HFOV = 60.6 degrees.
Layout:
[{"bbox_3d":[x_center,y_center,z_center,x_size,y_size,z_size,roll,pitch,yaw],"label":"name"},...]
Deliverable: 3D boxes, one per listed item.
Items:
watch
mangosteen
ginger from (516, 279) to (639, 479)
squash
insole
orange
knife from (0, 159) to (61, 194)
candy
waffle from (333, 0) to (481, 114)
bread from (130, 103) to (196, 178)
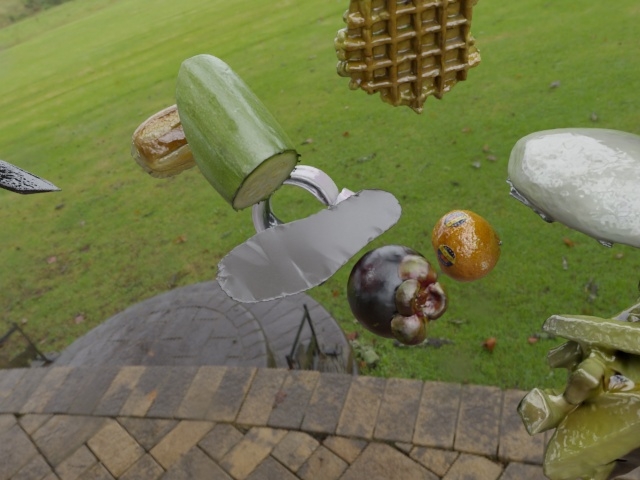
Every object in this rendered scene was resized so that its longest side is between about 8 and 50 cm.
[{"bbox_3d":[-0.047,-0.037,1.283,0.231,0.244,0.196,18,25,4],"label":"watch"},{"bbox_3d":[0.153,0.104,1.109,0.209,0.210,0.210,-12,35,9],"label":"mangosteen"},{"bbox_3d":[0.460,0.163,0.836,0.211,0.358,0.413,30,64,9],"label":"ginger"},{"bbox_3d":[-0.182,-0.212,1.089,0.189,0.189,0.260,-37,79,-25],"label":"squash"},{"bbox_3d":[0.000,0.000,0.771,0.327,0.007,0.111,-29,66,-33],"label":"insole"},{"bbox_3d":[0.343,0.012,1.300,0.155,0.178,0.177,-26,34,0],"label":"orange"},{"bbox_3d":[-0.389,-0.090,0.578,0.230,0.028,0.060,19,28,-5],"label":"knife"},{"bbox_3d":[0.582,-0.129,1.118,0.386,0.186,0.427,-2,27,-24],"label":"candy"},{"bbox_3d":[0.170,-0.359,0.952,0.281,0.301,0.058,3,47,-18],"label":"waffle"},{"bbox_3d":[-0.322,-0.242,1.278,0.236,0.140,0.106,-34,-5,-27],"label":"bread"}]
